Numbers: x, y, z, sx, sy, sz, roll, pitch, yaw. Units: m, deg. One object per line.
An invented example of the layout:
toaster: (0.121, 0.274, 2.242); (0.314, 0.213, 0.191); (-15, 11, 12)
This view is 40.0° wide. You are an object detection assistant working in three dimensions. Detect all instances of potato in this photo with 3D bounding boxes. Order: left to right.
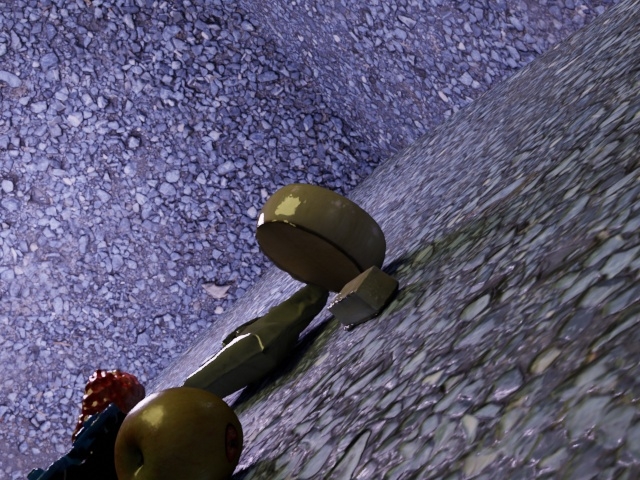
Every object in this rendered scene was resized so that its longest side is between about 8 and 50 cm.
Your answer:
potato: (0.067, 0.097, 1.460); (0.086, 0.061, 0.122); (-48, 6, -32)

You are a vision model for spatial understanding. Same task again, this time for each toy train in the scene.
toy train: (-0.423, 0.451, 1.583); (0.265, 0.188, 0.300); (-44, 3, 41)

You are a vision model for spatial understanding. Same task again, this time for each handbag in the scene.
handbag: (-0.131, 0.216, 1.741); (0.316, 0.109, 0.253); (-39, 1, 40)

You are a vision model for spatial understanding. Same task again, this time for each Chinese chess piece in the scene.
Chinese chess piece: (0.000, 0.000, 1.692); (0.104, 0.257, 0.257); (-62, 13, -25)

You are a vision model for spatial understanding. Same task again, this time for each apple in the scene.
apple: (-0.197, 0.293, 1.242); (0.155, 0.182, 0.182); (-3, -28, -47)

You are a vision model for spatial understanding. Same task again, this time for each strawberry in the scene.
strawberry: (-0.541, 0.490, 2.270); (0.336, 0.149, 0.265); (-84, 4, -61)

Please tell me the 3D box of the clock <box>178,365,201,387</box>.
clock: (-0.353, 0.410, 2.152); (0.273, 0.049, 0.279); (-45, 5, -20)
